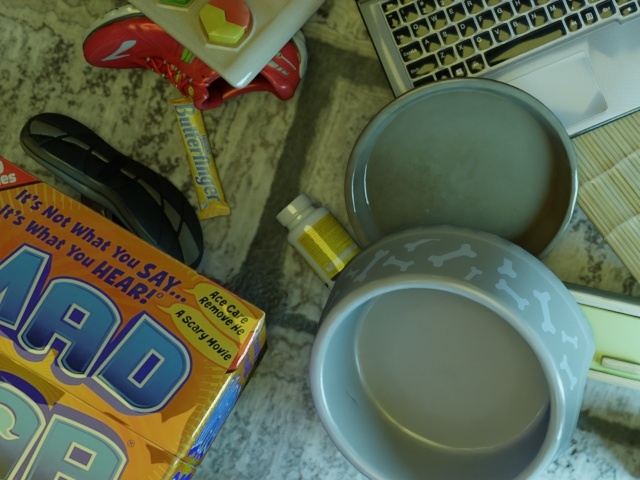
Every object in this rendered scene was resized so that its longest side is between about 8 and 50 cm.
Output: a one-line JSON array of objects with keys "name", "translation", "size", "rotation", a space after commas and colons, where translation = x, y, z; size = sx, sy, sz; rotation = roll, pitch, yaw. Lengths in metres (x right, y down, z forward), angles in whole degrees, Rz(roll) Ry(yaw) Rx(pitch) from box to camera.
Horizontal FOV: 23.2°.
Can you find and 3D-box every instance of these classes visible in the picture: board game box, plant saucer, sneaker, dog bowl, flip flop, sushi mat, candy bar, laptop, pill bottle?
[{"name": "board game box", "translation": [-0.300, 0.166, 1.782], "size": [0.356, 0.356, 0.356], "rotation": [31, 81, 4]}, {"name": "plant saucer", "translation": [0.166, -0.068, 1.855], "size": [0.278, 0.041, 0.277], "rotation": [-1, 116, -1]}, {"name": "sneaker", "translation": [-0.157, -0.216, 1.881], "size": [0.279, 0.107, 0.118], "rotation": [2, 71, 8]}, {"name": "dog bowl", "translation": [0.145, 0.160, 1.831], "size": [0.349, 0.102, 0.348], "rotation": [8, 116, 17]}, {"name": "flip flop", "translation": [-0.261, -0.050, 1.935], "size": [0.277, 0.112, 0.080], "rotation": [36, 125, 1]}, {"name": "sushi mat", "translation": [0.397, -0.042, 1.836], "size": [0.151, 0.019, 0.316], "rotation": [-37, 71, 5]}, {"name": "candy bar", "translation": [-0.152, -0.106, 1.952], "size": [0.040, 0.018, 0.161], "rotation": [-14, 94, 8]}, {"name": "laptop", "translation": [0.218, -0.316, 1.772], "size": [0.382, 0.236, 0.407], "rotation": [-22, 85, 9]}, {"name": "pill bottle", "translation": [0.000, 0.000, 1.917], "size": [0.065, 0.065, 0.116], "rotation": [-41, 90, 9]}]

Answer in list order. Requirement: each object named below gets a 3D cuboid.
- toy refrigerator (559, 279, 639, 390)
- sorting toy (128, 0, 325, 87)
[{"name": "toy refrigerator", "translation": [0.381, 0.124, 1.864], "size": [0.270, 0.094, 0.102], "rotation": [13, 96, 6]}, {"name": "sorting toy", "translation": [-0.112, -0.311, 1.844], "size": [0.208, 0.038, 0.193], "rotation": [40, 77, 6]}]
